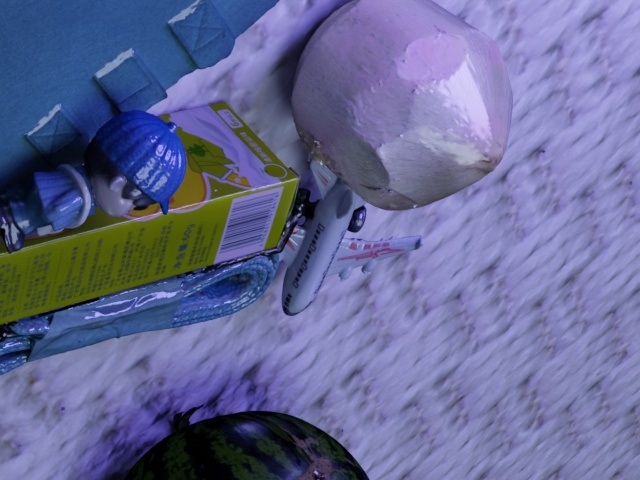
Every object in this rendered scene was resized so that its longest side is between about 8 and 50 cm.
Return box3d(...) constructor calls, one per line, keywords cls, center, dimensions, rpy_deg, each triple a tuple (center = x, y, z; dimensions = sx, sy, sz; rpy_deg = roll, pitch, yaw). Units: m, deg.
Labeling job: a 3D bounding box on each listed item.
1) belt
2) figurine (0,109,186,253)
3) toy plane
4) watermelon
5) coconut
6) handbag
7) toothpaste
box3d(cls="belt", center=(-0.166, 0.037, 1.526), dimensions=(0.302, 0.072, 0.087), rpy_deg=(-14, 146, -39))
box3d(cls="figurine", center=(-0.158, -0.044, 1.300), dimensions=(0.136, 0.077, 0.079), rpy_deg=(-12, 113, -9))
box3d(cls="toy plane", center=(0.000, 0.000, 1.653), dimensions=(0.162, 0.065, 0.171), rpy_deg=(14, 137, -15))
box3d(cls="watermelon", center=(-0.069, 0.283, 1.745), dimensions=(0.269, 0.269, 0.269), rpy_deg=(-28, 144, -23))
box3d(cls="coconut", center=(0.071, -0.103, 1.516), dimensions=(0.171, 0.183, 0.171), rpy_deg=(-25, 139, -24))
box3d(cls="handbag", center=(-0.180, -0.171, 1.248), dimensions=(0.268, 0.100, 0.274), rpy_deg=(-39, 152, 2))
box3d(cls="toothpaste", center=(-0.174, -0.018, 1.419), dimensions=(0.327, 0.110, 0.077), rpy_deg=(-15, 139, -36))
